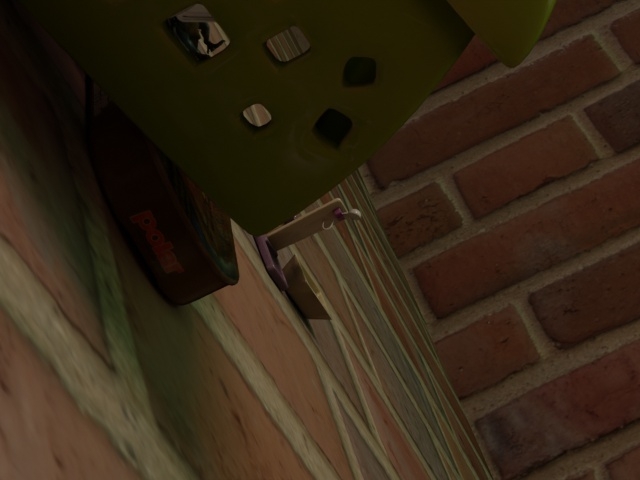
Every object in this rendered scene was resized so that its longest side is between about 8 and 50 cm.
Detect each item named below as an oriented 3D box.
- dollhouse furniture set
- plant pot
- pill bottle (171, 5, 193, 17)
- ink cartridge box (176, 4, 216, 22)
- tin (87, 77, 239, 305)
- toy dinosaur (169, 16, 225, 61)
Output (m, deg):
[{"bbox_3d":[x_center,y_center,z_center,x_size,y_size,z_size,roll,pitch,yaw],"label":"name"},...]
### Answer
[{"bbox_3d":[0.000,0.000,1.253,0.114,0.081,0.091,58,8,-53],"label":"dollhouse furniture set"},{"bbox_3d":[0.001,-0.176,0.733,0.227,0.207,0.228,47,43,-20],"label":"plant pot"},{"bbox_3d":[-0.106,-0.188,0.918,0.112,0.112,0.187,62,5,-21],"label":"pill bottle"},{"bbox_3d":[-0.073,-0.327,1.281,0.307,0.129,0.223,-117,-151,-61],"label":"ink cartridge box"},{"bbox_3d":[-0.084,-0.038,0.821,0.190,0.040,0.106,-105,172,-64],"label":"tin"},{"bbox_3d":[-0.121,-0.186,1.330,0.082,0.047,0.090,50,-29,-14],"label":"toy dinosaur"}]
